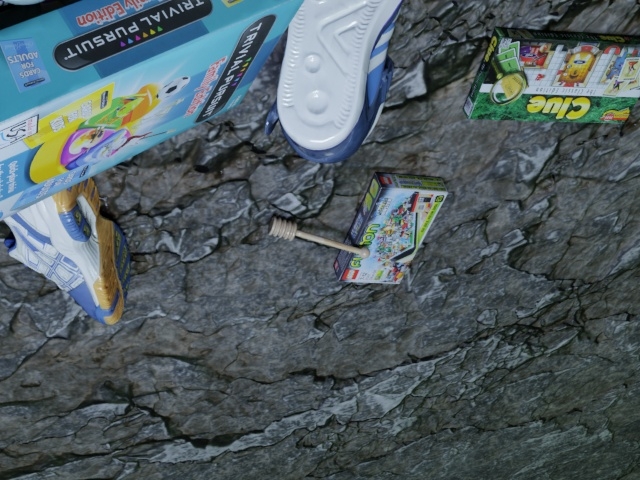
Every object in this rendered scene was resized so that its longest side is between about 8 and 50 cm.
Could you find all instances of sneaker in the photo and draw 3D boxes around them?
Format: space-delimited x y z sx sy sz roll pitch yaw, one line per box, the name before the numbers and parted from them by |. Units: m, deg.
sneaker | 0.031 -0.248 0.964 0.130 0.236 0.322 14 93 5
sneaker | -0.350 0.006 1.126 0.131 0.111 0.296 -1 137 7

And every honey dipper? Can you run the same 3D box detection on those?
honey dipper | 0.000 0.000 1.247 0.161 0.030 0.030 17 129 -16

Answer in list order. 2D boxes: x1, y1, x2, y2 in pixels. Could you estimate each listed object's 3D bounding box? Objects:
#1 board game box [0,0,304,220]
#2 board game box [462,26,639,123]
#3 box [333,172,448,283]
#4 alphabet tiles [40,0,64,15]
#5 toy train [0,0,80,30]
board game box | -0.200 -0.151 0.816 0.336 0.079 0.254 -31 177 -26
board game box | 0.338 -0.225 1.149 0.260 0.030 0.136 -2 139 -17
box | 0.105 -0.014 1.290 0.114 0.036 0.207 2 135 -21
alphabet tiles | -0.325 -0.162 0.852 0.284 0.021 0.278 -29 148 -31
toy train | -0.287 -0.265 0.682 0.334 0.190 0.142 -31 -173 -29
